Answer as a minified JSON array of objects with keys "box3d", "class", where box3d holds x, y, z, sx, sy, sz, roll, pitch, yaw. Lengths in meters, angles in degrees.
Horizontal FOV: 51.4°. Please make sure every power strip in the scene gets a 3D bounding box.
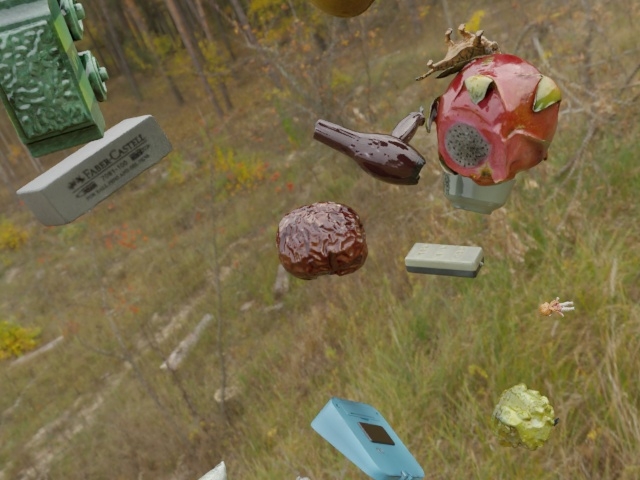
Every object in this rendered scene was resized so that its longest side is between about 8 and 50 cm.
[{"box3d":[0.416,0.064,2.210,0.256,0.070,0.105,5,35,30],"class":"power strip"}]

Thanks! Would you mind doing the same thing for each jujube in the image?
[{"box3d":[0.000,0.000,1.739,0.232,0.213,0.213,-13,23,14],"class":"jujube"}]

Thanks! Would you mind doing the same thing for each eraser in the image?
[{"box3d":[-0.519,-0.161,1.549,0.352,0.111,0.077,-38,39,-13],"class":"eraser"}]

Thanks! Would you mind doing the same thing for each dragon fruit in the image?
[{"box3d":[0.358,-0.249,1.450,0.189,0.291,0.290,-28,21,-34],"class":"dragon fruit"}]

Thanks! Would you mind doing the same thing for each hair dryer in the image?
[{"box3d":[0.181,-0.308,1.853,0.312,0.123,0.340,28,48,11],"class":"hair dryer"}]

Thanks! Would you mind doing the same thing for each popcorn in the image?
[{"box3d":[0.526,0.456,1.713,0.173,0.142,0.173,-43,10,10],"class":"popcorn"}]

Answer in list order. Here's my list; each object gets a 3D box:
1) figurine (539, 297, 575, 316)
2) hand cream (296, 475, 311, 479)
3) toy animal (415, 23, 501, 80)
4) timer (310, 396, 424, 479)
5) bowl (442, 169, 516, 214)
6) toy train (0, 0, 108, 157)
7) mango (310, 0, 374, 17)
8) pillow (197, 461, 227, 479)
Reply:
[{"box3d":[0.735,0.208,2.066,0.109,0.047,0.064,-8,67,2],"class":"figurine"},{"box3d":[-0.002,0.601,1.513,0.057,0.165,0.037,-33,8,30],"class":"hand cream"},{"box3d":[0.395,-0.544,1.969,0.255,0.116,0.114,-27,42,19],"class":"toy animal"},{"box3d":[0.121,0.517,1.662,0.091,0.231,0.250,-53,49,8],"class":"timer"},{"box3d":[0.433,-0.136,1.866,0.211,0.112,0.211,12,5,-1],"class":"bowl"},{"box3d":[-0.462,-0.298,1.123,0.166,0.299,0.238,-18,31,-5],"class":"toy train"},{"box3d":[0.016,-0.411,0.882,0.136,0.228,0.099,-22,23,-2],"class":"mango"},{"box3d":[-0.278,0.618,1.459,0.078,0.144,0.254,-1,17,27],"class":"pillow"}]
